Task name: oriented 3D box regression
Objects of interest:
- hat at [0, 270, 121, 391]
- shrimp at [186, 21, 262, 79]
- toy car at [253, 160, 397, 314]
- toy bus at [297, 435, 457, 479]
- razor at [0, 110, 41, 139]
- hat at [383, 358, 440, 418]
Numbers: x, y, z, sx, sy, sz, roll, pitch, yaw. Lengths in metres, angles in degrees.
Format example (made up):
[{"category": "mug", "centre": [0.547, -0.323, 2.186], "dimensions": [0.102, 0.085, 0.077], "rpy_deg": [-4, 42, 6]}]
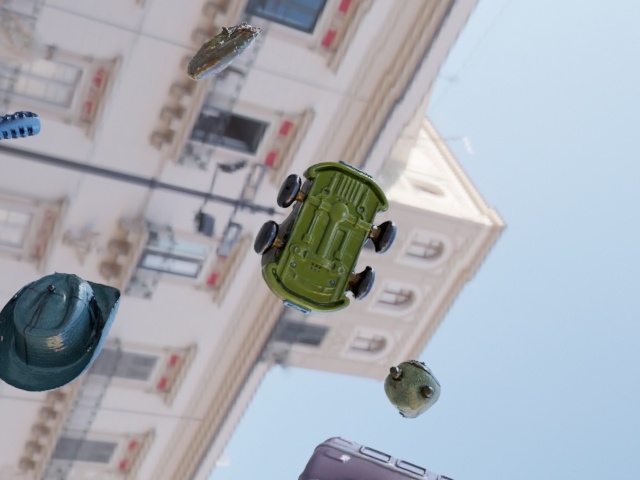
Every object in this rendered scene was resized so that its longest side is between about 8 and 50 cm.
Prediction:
[{"category": "hat", "centre": [-0.318, 0.089, 1.202], "dimensions": [0.191, 0.138, 0.078], "rpy_deg": [-71, 163, -47]}, {"category": "shrimp", "centre": [-0.170, -0.377, 1.929], "dimensions": [0.154, 0.062, 0.294], "rpy_deg": [-26, -159, 19]}, {"category": "toy car", "centre": [0.000, 0.000, 1.615], "dimensions": [0.248, 0.200, 0.142], "rpy_deg": [-63, -172, -14]}, {"category": "toy bus", "centre": [0.067, 0.268, 0.854], "dimensions": [0.142, 0.202, 0.142], "rpy_deg": [-38, 147, -73]}, {"category": "razor", "centre": [-0.447, -0.121, 1.195], "dimensions": [0.082, 0.253, 0.042], "rpy_deg": [5, -73, 41]}, {"category": "hat", "centre": [0.132, 0.212, 1.453], "dimensions": [0.077, 0.076, 0.059], "rpy_deg": [50, -6, 17]}]
